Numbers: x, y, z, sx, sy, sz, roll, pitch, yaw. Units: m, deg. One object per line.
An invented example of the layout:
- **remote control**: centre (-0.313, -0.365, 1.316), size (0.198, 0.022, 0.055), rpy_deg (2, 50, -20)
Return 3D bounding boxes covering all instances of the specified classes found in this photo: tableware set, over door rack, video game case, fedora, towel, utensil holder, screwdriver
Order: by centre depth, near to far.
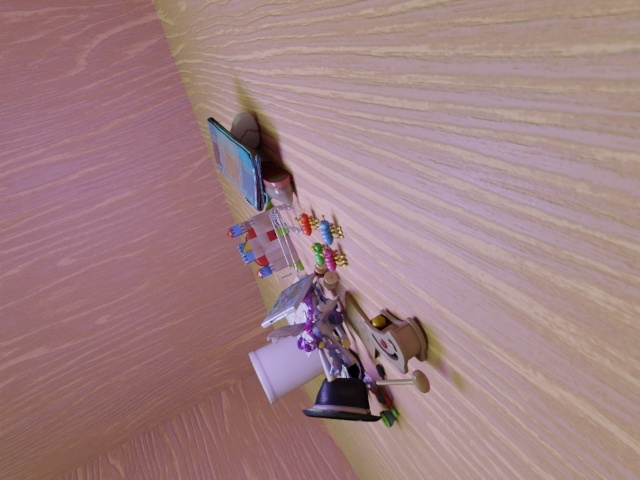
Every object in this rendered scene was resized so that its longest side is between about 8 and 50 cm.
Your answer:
- **screwdriver**: centre (0.240, 0.531, 1.547), size (0.025, 0.024, 0.170), rpy_deg (-2, 116, 40)
- **video game case**: centre (-0.123, 0.230, 1.612), size (0.193, 0.212, 0.023), rpy_deg (-34, 105, 34)
- **fedora**: centre (0.087, 0.623, 1.638), size (0.334, 0.333, 0.153), rpy_deg (105, 170, -65)
- **towel**: centre (-0.347, -0.310, 1.691), size (0.370, 0.040, 0.272), rpy_deg (42, 147, 34)
- **over door rack**: centre (-0.130, 0.011, 1.748), size (0.239, 0.108, 0.325), rpy_deg (-170, 71, -76)
- **tableware set**: centre (-0.026, 0.280, 1.842), size (0.039, 0.128, 0.195), rpy_deg (12, -123, -57)
- **utensil holder**: centre (-0.197, 0.743, 2.525), size (0.328, 0.385, 0.328), rpy_deg (54, 160, 31)

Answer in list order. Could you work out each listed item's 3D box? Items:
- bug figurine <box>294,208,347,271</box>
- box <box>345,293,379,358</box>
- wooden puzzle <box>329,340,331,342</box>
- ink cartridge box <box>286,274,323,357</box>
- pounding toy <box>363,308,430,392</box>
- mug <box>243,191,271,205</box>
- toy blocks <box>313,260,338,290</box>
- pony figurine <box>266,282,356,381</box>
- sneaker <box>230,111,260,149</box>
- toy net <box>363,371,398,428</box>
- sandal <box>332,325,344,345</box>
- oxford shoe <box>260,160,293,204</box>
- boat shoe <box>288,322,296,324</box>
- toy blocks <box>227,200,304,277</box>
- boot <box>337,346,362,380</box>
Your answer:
- **bug figurine**: centre (0.000, 0.000, 1.460), size (0.279, 0.072, 0.217), rpy_deg (22, 134, 66)
- **box**: centre (0.151, 0.313, 1.518), size (0.201, 0.021, 0.165), rpy_deg (53, 159, 38)
- **wooden puzzle**: centre (-0.020, 0.374, 2.075), size (0.221, 0.044, 0.239), rpy_deg (50, 157, 43)
- **ink cartridge box**: centre (-0.060, 0.357, 1.980), size (0.296, 0.066, 0.261), rpy_deg (53, 136, 37)
- **pounding toy**: centre (0.189, 0.293, 1.141), size (0.269, 0.154, 0.154), rpy_deg (33, 148, 61)
- **mug**: centre (-0.273, -0.238, 1.879), size (0.129, 0.097, 0.158), rpy_deg (17, 127, 16)
- **toy blocks**: centre (0.017, 0.143, 1.631), size (0.123, 0.054, 0.148), rpy_deg (60, 162, 21)
- **pony figurine**: centre (-0.007, 0.341, 1.600), size (0.364, 0.302, 0.351), rpy_deg (61, -170, 0)
- **sneaker**: centre (-0.362, -0.446, 1.827), size (0.366, 0.137, 0.210), rpy_deg (105, 145, -53)
- **toy net**: centre (0.228, 0.629, 1.671), size (0.232, 0.045, 0.122), rpy_deg (53, 160, 37)
- **sandal**: centre (0.077, 0.394, 1.795), size (0.049, 0.072, 0.180), rpy_deg (15, 127, 41)
- **oxford shoe**: centre (-0.216, -0.236, 1.710), size (0.348, 0.122, 0.130), rpy_deg (41, 154, 54)
- **boat shoe**: centre (-0.055, 0.472, 2.217), size (0.112, 0.096, 0.335), rpy_deg (7, 146, 38)
- **toy blocks**: centre (-0.280, 0.026, 2.016), size (0.382, 0.260, 0.190), rpy_deg (65, 163, 1)
- **boot**: centre (0.140, 0.599, 1.805), size (0.123, 0.095, 0.259), rpy_deg (-175, 63, -79)
